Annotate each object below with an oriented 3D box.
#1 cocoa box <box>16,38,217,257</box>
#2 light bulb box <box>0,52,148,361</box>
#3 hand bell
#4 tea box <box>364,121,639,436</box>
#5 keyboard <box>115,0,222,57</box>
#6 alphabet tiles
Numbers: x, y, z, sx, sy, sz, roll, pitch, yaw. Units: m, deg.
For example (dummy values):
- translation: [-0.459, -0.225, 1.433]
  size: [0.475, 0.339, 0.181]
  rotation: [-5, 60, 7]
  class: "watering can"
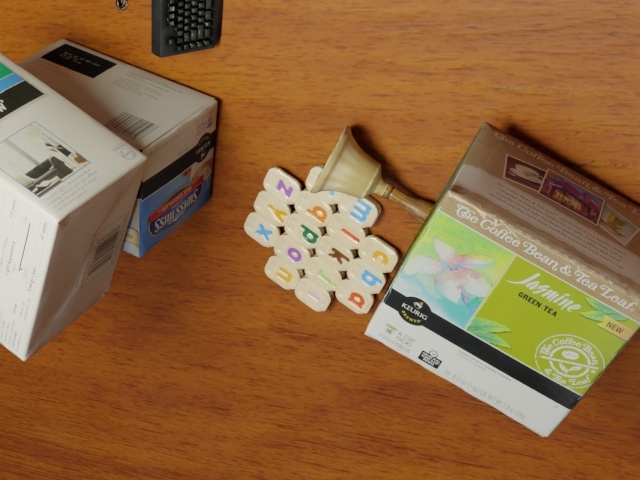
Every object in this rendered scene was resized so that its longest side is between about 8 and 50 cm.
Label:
- translation: [-0.390, -0.169, 2.015]
  size: [0.347, 0.231, 0.227]
  rotation: [23, 129, 19]
  class: "cocoa box"
- translation: [-0.521, -0.066, 1.856]
  size: [0.361, 0.225, 0.358]
  rotation: [36, 133, 10]
  class: "light bulb box"
- translation: [0.119, -0.077, 1.857]
  size: [0.242, 0.126, 0.126]
  rotation: [28, 131, -2]
  class: "hand bell"
- translation: [0.295, 0.060, 1.710]
  size: [0.329, 0.220, 0.323]
  rotation: [29, 130, 4]
  class: "tea box"
- translation: [-0.240, -0.435, 1.789]
  size: [0.033, 0.202, 0.317]
  rotation: [50, 144, 45]
  class: "keyboard"
- translation: [0.000, 0.000, 2.015]
  size: [0.278, 0.021, 0.284]
  rotation: [35, 131, 9]
  class: "alphabet tiles"
